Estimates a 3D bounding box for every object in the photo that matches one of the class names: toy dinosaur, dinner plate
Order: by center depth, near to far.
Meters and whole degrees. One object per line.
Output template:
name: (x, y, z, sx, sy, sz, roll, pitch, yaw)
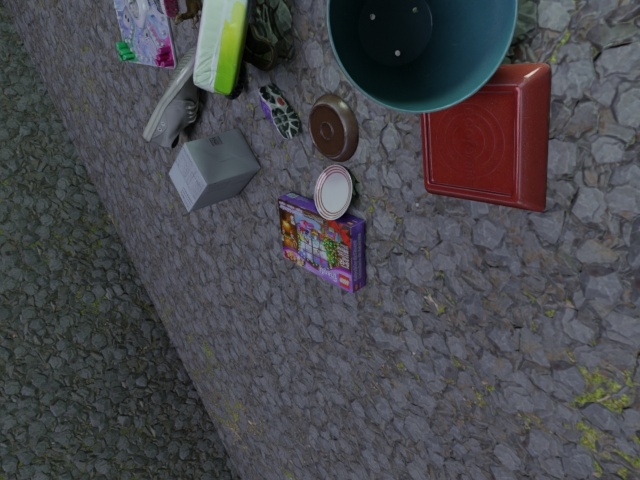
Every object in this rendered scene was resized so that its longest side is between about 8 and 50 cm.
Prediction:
dinner plate: (0.035, -0.122, 1.273, 0.141, 0.017, 0.141, -6, 82, 47)
toy dinosaur: (-0.347, -0.662, 1.405, 0.053, 0.183, 0.092, 10, 161, 25)

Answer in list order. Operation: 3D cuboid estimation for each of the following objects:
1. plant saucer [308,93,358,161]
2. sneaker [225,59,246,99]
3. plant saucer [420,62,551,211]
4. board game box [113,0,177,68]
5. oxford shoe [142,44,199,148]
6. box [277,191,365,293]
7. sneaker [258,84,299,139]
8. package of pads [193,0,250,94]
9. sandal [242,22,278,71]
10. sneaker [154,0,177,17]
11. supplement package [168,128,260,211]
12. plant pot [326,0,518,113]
plant saucer: (0.023, -0.270, 1.219, 0.169, 0.029, 0.168, 29, 131, 40)
sneaker: (-0.270, -0.516, 1.402, 0.106, 0.078, 0.234, 20, 122, 48)
plant saucer: (0.283, -0.186, 0.926, 0.259, 0.048, 0.258, 17, 124, 45)
board game box: (-0.639, -0.801, 1.714, 0.390, 0.050, 0.389, 24, 128, 42)
oxford shoe: (-0.454, -0.456, 1.637, 0.130, 0.169, 0.449, 28, 140, -20)
box: (0.000, 0.000, 1.388, 0.293, 0.057, 0.200, 24, 129, 42)
sneaker: (-0.111, -0.336, 1.336, 0.169, 0.068, 0.071, 63, 161, 17)
package of pads: (-0.225, -0.504, 1.180, 0.229, 0.101, 0.296, -110, 32, -70)
sandal: (-0.149, -0.486, 1.269, 0.219, 0.060, 0.089, 48, 126, 45)
sneaker: (-0.491, -0.773, 1.530, 0.075, 0.063, 0.170, 21, 132, 36)
supplement package: (-0.334, -0.217, 1.560, 0.203, 0.194, 0.149, -36, 81, 54)
plant pot: (0.146, -0.366, 0.835, 0.195, 0.291, 0.289, -104, 2, -72)
